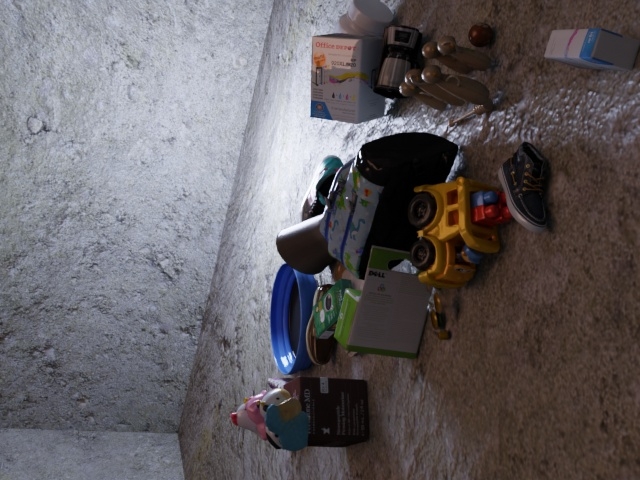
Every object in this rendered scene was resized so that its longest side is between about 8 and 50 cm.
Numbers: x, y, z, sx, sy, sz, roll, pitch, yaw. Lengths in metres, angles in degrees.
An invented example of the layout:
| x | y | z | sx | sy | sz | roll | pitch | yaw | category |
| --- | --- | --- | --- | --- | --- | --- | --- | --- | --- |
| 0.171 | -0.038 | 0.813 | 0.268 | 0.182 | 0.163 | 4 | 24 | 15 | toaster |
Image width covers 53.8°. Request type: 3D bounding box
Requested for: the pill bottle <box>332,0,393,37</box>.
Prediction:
| x | y | z | sx | sy | sz | roll | pitch | yaw | category |
| --- | --- | --- | --- | --- | --- | --- | --- | --- | --- |
| 0.106 | -0.607 | 1.978 | 0.283 | 0.160 | 0.160 | 122 | 149 | -46 | pill bottle |

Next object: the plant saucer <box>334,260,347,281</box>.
| x | y | z | sx | sy | sz | roll | pitch | yaw | category |
| --- | --- | --- | --- | --- | --- | --- | --- | --- | --- |
| 0.068 | 0.091 | 1.999 | 0.083 | 0.015 | 0.083 | -171 | 90 | -70 | plant saucer |

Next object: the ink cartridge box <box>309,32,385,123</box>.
| x | y | z | sx | sy | sz | roll | pitch | yaw | category |
| --- | --- | --- | --- | --- | --- | --- | --- | --- | --- |
| 0.083 | -0.472 | 1.824 | 0.171 | 0.168 | 0.233 | 15 | 115 | 30 | ink cartridge box |

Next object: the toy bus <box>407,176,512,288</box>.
| x | y | z | sx | sy | sz | roll | pitch | yaw | category |
| --- | --- | --- | --- | --- | --- | --- | --- | --- | --- |
| 0.304 | -0.021 | 1.302 | 0.211 | 0.149 | 0.220 | -15 | 69 | 50 | toy bus |

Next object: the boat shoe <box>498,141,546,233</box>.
| x | y | z | sx | sy | sz | roll | pitch | yaw | category |
| --- | --- | --- | --- | --- | --- | --- | --- | --- | --- |
| 0.390 | -0.103 | 1.182 | 0.083 | 0.065 | 0.183 | 117 | 153 | -42 | boat shoe |

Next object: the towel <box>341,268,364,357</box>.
| x | y | z | sx | sy | sz | roll | pitch | yaw | category |
| --- | --- | --- | --- | --- | --- | --- | --- | --- | --- |
| 0.114 | 0.179 | 1.804 | 0.187 | 0.049 | 0.282 | 131 | 142 | -53 | towel |

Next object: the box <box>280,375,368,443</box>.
| x | y | z | sx | sy | sz | roll | pitch | yaw | category |
| --- | --- | --- | --- | --- | --- | --- | --- | --- | --- |
| 0.006 | 0.478 | 1.747 | 0.167 | 0.203 | 0.168 | 137 | 137 | -57 | box |

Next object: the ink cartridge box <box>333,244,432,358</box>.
| x | y | z | sx | sy | sz | roll | pitch | yaw | category |
| --- | --- | --- | --- | --- | --- | --- | --- | --- | --- |
| 0.159 | 0.140 | 1.512 | 0.097 | 0.189 | 0.255 | -148 | 70 | -69 | ink cartridge box |

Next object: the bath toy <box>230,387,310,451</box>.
| x | y | z | sx | sy | sz | roll | pitch | yaw | category |
| --- | --- | --- | --- | --- | --- | --- | --- | --- | --- |
| -0.144 | 0.468 | 1.677 | 0.348 | 0.129 | 0.151 | 154 | 122 | -65 | bath toy |

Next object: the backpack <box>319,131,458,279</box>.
| x | y | z | sx | sy | sz | roll | pitch | yaw | category |
| --- | --- | --- | --- | --- | --- | --- | --- | --- | --- |
| 0.146 | -0.075 | 1.523 | 0.273 | 0.290 | 0.355 | 26 | 125 | 36 | backpack |

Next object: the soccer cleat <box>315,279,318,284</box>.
| x | y | z | sx | sy | sz | roll | pitch | yaw | category |
| --- | --- | --- | --- | --- | --- | --- | --- | --- | --- |
| -0.024 | 0.171 | 2.191 | 0.035 | 0.029 | 0.083 | 63 | 143 | 43 | soccer cleat |

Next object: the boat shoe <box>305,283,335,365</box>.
| x | y | z | sx | sy | sz | roll | pitch | yaw | category |
| --- | --- | --- | --- | --- | --- | --- | --- | --- | --- |
| 0.015 | 0.258 | 1.968 | 0.095 | 0.095 | 0.257 | -25 | 58 | 58 | boat shoe |

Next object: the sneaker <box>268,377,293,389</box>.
| x | y | z | sx | sy | sz | roll | pitch | yaw | category |
| --- | --- | --- | --- | --- | --- | --- | --- | --- | --- |
| -0.122 | 0.540 | 2.214 | 0.236 | 0.095 | 0.104 | 174 | 96 | -67 | sneaker |

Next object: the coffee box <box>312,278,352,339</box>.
| x | y | z | sx | sy | sz | roll | pitch | yaw | category |
| --- | --- | --- | --- | --- | --- | --- | --- | --- | --- |
| 0.039 | 0.203 | 1.847 | 0.184 | 0.040 | 0.113 | -51 | 37 | 45 | coffee box |

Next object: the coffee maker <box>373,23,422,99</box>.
| x | y | z | sx | sy | sz | roll | pitch | yaw | category |
| --- | --- | --- | --- | --- | --- | --- | --- | --- | --- |
| 0.204 | -0.490 | 1.738 | 0.171 | 0.120 | 0.178 | -153 | 74 | -70 | coffee maker |

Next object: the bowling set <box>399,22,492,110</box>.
| x | y | z | sx | sy | sz | roll | pitch | yaw | category |
| --- | --- | --- | --- | --- | --- | --- | --- | --- | --- |
| 0.284 | -0.411 | 1.430 | 0.287 | 0.154 | 0.200 | -158 | 87 | -75 | bowling set |

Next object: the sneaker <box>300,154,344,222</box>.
| x | y | z | sx | sy | sz | roll | pitch | yaw | category |
| --- | --- | --- | --- | --- | --- | --- | --- | --- | --- |
| 0.017 | -0.122 | 2.083 | 0.178 | 0.124 | 0.295 | -110 | 36 | -68 | sneaker |

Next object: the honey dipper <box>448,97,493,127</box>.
| x | y | z | sx | sy | sz | roll | pitch | yaw | category |
| --- | --- | --- | --- | --- | --- | --- | --- | --- | --- |
| 0.338 | -0.290 | 1.445 | 0.160 | 0.030 | 0.030 | 165 | 112 | -70 | honey dipper |

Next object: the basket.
| x | y | z | sx | sy | sz | roll | pitch | yaw | category |
| --- | --- | --- | --- | --- | --- | --- | --- | --- | --- |
| 0.000 | 0.000 | 2.011 | 0.227 | 0.204 | 0.154 | -29 | 37 | 51 | basket |

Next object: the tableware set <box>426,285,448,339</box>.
| x | y | z | sx | sy | sz | roll | pitch | yaw | category |
| --- | --- | --- | --- | --- | --- | --- | --- | --- | --- |
| 0.265 | 0.147 | 1.414 | 0.104 | 0.024 | 0.154 | -139 | 41 | -86 | tableware set |

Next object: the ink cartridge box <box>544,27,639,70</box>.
| x | y | z | sx | sy | sz | roll | pitch | yaw | category |
| --- | --- | --- | --- | --- | --- | --- | --- | --- | --- |
| 0.456 | -0.323 | 1.068 | 0.122 | 0.088 | 0.052 | -140 | 61 | -66 | ink cartridge box |

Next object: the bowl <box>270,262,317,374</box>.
| x | y | z | sx | sy | sz | roll | pitch | yaw | category |
| --- | --- | --- | --- | --- | --- | --- | --- | --- | --- |
| -0.092 | 0.271 | 2.210 | 0.391 | 0.077 | 0.391 | -177 | 90 | -71 | bowl |
